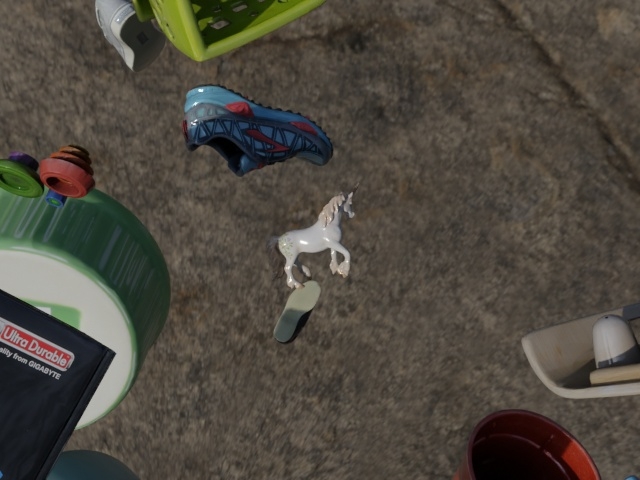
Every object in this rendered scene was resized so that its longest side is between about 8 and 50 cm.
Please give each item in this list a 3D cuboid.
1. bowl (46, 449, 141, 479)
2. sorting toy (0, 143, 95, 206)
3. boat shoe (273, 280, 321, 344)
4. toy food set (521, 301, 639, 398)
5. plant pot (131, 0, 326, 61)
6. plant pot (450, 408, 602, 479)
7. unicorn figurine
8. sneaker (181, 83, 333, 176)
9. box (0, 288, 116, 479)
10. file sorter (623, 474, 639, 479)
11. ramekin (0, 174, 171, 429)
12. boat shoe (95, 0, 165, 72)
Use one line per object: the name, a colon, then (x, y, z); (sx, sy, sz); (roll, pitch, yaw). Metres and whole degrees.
bowl: (-0.296, 0.447, 1.220); (0.163, 0.311, 0.311); (3, 56, 41)
sorting toy: (-0.234, -0.062, 0.797); (0.102, 0.061, 0.042); (5, 62, 21)
boat shoe: (-0.043, 0.134, 1.717); (0.049, 0.042, 0.133); (29, 77, 13)
toy food set: (0.324, 0.041, 0.672); (0.220, 0.306, 0.092); (-10, 83, -26)
plant pot: (-0.151, -0.397, 1.217); (0.228, 0.227, 0.207); (-32, 40, -26)
plant pot: (0.351, 0.506, 1.746); (0.273, 0.265, 0.272); (12, 45, -12)
unicorn figurine: (0.000, 0.000, 1.268); (0.162, 0.060, 0.111); (-18, 103, -7)
sneaker: (-0.106, -0.153, 1.502); (0.262, 0.104, 0.125); (17, 71, -20)
box: (-0.228, 0.074, 0.397); (0.220, 0.051, 0.175); (34, 77, -29)
file sorter: (0.294, 0.296, 0.759); (0.170, 0.104, 0.118); (39, 101, 4)
ramekin: (-0.340, 0.088, 1.105); (0.304, 0.303, 0.148); (10, 28, -5)
boat shoe: (-0.314, -0.348, 1.508); (0.079, 0.227, 0.081); (-43, 84, -6)
